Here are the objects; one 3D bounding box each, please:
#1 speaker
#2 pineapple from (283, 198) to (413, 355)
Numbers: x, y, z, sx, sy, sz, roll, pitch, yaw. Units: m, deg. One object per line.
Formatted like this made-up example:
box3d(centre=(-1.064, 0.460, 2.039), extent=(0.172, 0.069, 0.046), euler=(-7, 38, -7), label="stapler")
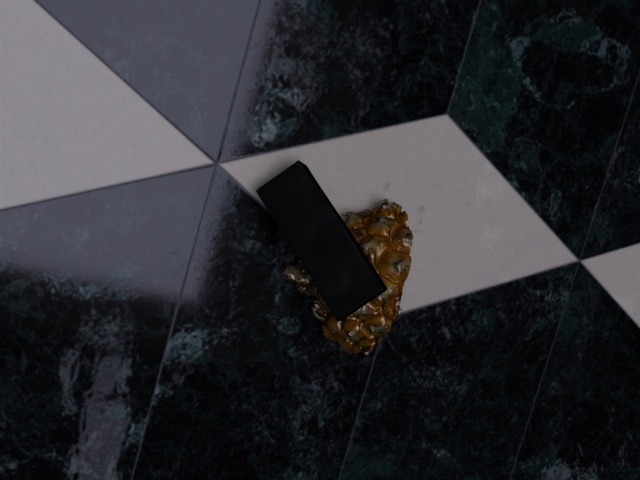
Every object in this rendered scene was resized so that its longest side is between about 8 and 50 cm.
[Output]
box3d(centre=(0.000, 0.000, 1.114), extent=(0.082, 0.044, 0.218), euler=(-36, 76, 9), label="speaker")
box3d(centre=(0.042, 0.053, 1.165), extent=(0.164, 0.140, 0.250), euler=(22, 96, -22), label="pineapple")
